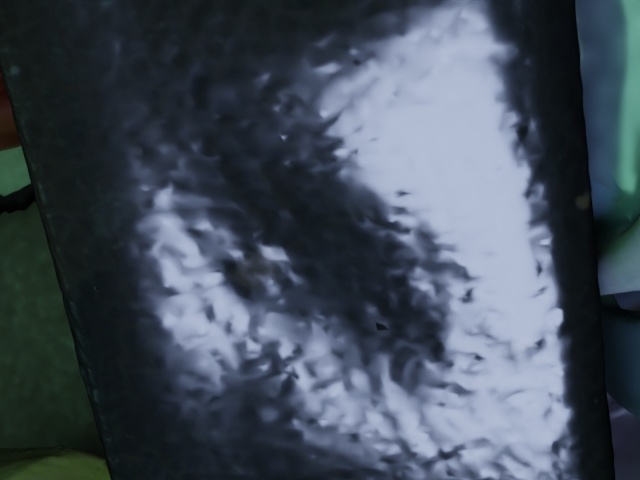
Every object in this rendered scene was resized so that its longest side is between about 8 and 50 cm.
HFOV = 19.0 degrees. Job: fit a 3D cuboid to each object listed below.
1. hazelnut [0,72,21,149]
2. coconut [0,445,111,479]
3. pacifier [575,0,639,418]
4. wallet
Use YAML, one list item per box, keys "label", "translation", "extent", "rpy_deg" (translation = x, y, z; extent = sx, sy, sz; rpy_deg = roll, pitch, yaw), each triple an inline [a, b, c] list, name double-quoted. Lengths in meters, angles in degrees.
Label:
- label: "hazelnut"
  translation: [-0.145, -0.199, 0.685]
  extent: [0.372, 0.315, 0.372]
  rpy_deg: [-6, 67, 14]
- label: "coconut"
  translation: [-0.118, 0.196, 0.759]
  extent: [0.233, 0.233, 0.245]
  rpy_deg: [25, 110, 20]
- label: "pacifier"
  translation: [0.134, -0.082, 0.655]
  extent: [0.207, 0.227, 0.279]
  rpy_deg: [-11, 92, -14]
- label: "wallet"
  translation: [0.000, 0.000, 0.592]
  extent: [0.170, 0.044, 0.321]
  rpy_deg: [-5, 124, 7]
